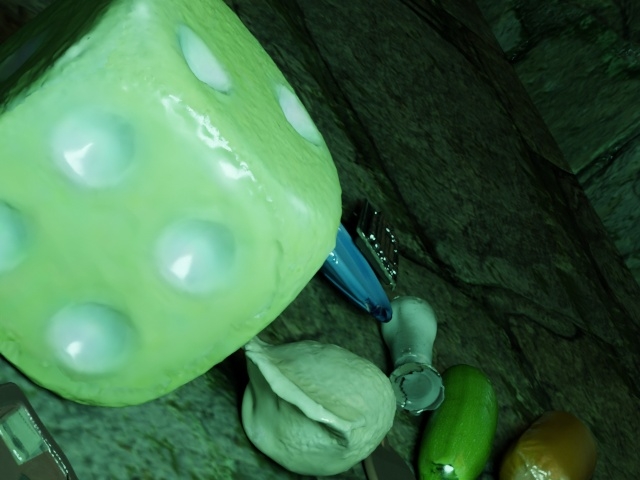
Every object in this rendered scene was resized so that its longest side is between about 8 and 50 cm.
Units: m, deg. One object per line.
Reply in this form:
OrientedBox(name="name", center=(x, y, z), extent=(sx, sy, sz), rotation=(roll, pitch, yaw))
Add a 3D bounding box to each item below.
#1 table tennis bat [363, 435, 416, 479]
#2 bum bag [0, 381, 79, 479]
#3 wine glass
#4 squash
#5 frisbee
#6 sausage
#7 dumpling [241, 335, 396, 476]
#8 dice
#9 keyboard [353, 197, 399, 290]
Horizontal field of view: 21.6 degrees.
OrientedBox(name="table tennis bat", center=(0.110, 0.206, 1.723), extent=(0.107, 0.119, 0.170), rotation=(32, 31, -53))
OrientedBox(name="bum bag", center=(-0.216, 0.151, 1.127), extent=(0.109, 0.026, 0.159), rotation=(58, 12, 5))
OrientedBox(name="wine glass", center=(0.104, 0.131, 1.927), extent=(0.072, 0.072, 0.155), rotation=(48, 18, -22))
OrientedBox(name="squash", center=(0.160, 0.211, 1.908), extent=(0.082, 0.082, 0.292), rotation=(53, 18, -9))
OrientedBox(name="frisbee", center=(0.000, 0.000, 1.914), extent=(0.242, 0.045, 0.242), rotation=(54, 5, -7))
OrientedBox(name="sausage", center=(0.287, 0.278, 2.095), extent=(0.105, 0.105, 0.274), rotation=(58, 18, 6))
OrientedBox(name="dumpling", center=(-0.017, 0.138, 1.516), extent=(0.166, 0.126, 0.216), rotation=(41, 20, 5))
OrientedBox(name="dice", center=(-0.147, -0.050, 1.279), extent=(0.250, 0.252, 0.254), rotation=(50, 19, -21))
OrientedBox(name="keyboard", center=(0.073, -0.001, 2.106), extent=(0.094, 0.025, 0.230), rotation=(56, 9, -8))
